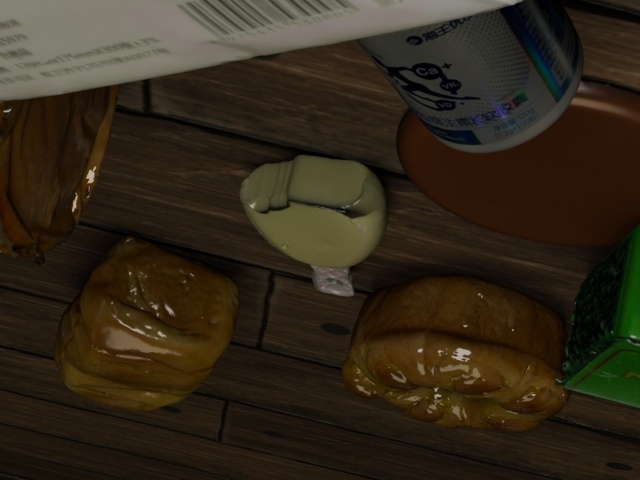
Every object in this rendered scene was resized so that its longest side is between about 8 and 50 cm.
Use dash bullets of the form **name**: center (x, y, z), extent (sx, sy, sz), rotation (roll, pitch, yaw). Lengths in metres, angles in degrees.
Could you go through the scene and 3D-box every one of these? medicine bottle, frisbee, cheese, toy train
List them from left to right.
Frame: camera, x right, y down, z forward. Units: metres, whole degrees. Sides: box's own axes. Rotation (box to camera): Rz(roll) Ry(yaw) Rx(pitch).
- **cheese**: center (0.000, 0.000, 1.104), extent (0.127, 0.050, 0.255), rotation (9, 157, 8)
- **medicine bottle**: center (0.067, -0.136, 0.674), extent (0.107, 0.107, 0.191), rotation (-1, 154, 31)
- **frisbee**: center (0.179, -0.052, 0.927), extent (0.251, 0.021, 0.251), rotation (10, 156, 5)
- **toy train**: center (0.306, 0.072, 0.991), extent (0.188, 0.132, 0.243), rotation (14, 161, 0)

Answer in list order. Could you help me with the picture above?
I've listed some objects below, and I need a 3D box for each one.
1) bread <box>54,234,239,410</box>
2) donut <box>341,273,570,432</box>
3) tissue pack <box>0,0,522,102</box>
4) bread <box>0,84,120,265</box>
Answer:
- **bread**: center (-0.204, 0.102, 1.360), extent (0.167, 0.132, 0.294), rotation (13, 157, -16)
- **donut**: center (0.137, 0.116, 1.221), extent (0.226, 0.114, 0.226), rotation (11, 157, 5)
- **tissue pack**: center (-0.080, -0.201, 0.488), extent (0.356, 0.194, 0.266), rotation (-4, 154, 33)
- **bread**: center (-0.216, -0.090, 0.829), extent (0.104, 0.199, 0.199), rotation (12, 158, 12)
